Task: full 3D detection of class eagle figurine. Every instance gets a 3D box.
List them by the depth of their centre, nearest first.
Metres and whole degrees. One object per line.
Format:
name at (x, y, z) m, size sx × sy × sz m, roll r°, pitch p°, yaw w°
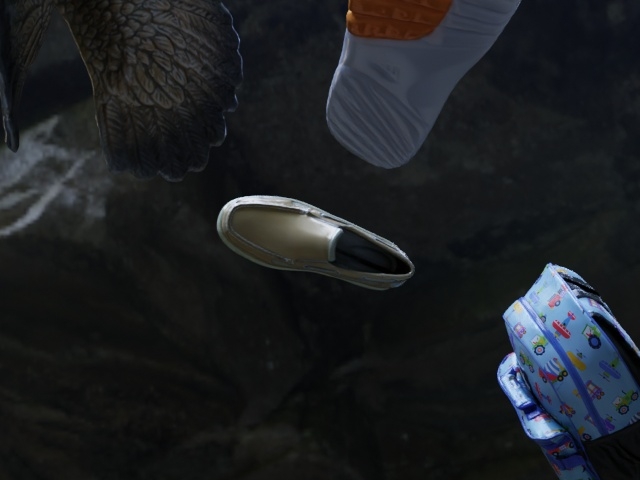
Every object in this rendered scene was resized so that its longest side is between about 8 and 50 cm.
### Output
eagle figurine at (-0.193, -0.191, 0.803) m, size 0.226 × 0.298 × 0.225 m, roll -33°, pitch -29°, yaw -26°

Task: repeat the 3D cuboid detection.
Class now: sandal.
sandal at (0.067, -0.150, 0.792) m, size 0.102 × 0.076 × 0.265 m, roll 31°, pitch -32°, yaw 1°

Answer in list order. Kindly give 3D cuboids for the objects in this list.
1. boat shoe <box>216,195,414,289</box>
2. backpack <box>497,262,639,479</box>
boat shoe at (0.000, 0.000, 1.079) m, size 0.190 × 0.068 × 0.072 m, roll 13°, pitch -4°, yaw -17°
backpack at (0.213, 0.114, 0.976) m, size 0.117 × 0.158 × 0.173 m, roll -32°, pitch -59°, yaw 6°
